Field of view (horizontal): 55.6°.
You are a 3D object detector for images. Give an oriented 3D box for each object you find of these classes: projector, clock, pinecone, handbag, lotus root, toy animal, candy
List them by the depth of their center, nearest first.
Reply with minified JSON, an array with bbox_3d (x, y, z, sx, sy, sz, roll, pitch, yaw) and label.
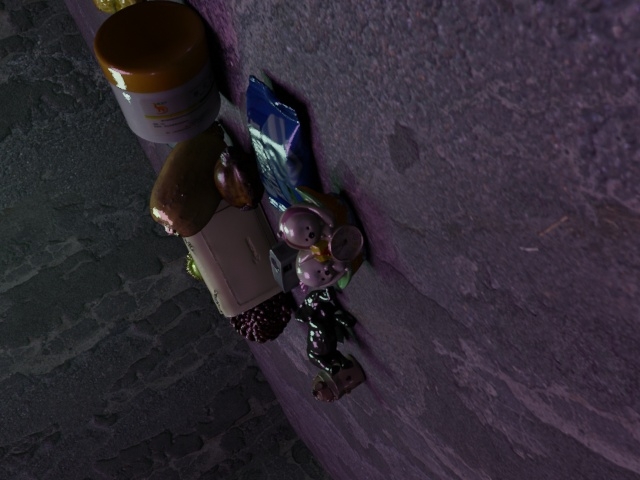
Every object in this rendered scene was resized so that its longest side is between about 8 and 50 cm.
[{"bbox_3d":[0.000,0.000,1.140,0.103,0.144,0.230,26,142,60],"label":"clock"},{"bbox_3d":[-0.073,-0.154,1.215,0.187,0.077,0.331,43,154,39],"label":"candy"},{"bbox_3d":[-0.059,0.047,1.441,0.061,0.115,0.147,49,160,27],"label":"projector"},{"bbox_3d":[-0.202,-0.156,1.503,0.120,0.120,0.209,47,162,37],"label":"lotus root"},{"bbox_3d":[0.007,0.221,1.506,0.146,0.115,0.244,26,111,57],"label":"toy animal"},{"bbox_3d":[-0.321,-0.171,1.571,0.169,0.342,0.151,27,161,-19],"label":"lotus root"},{"bbox_3d":[-0.260,0.022,1.779,0.160,0.237,0.358,30,146,56],"label":"handbag"},{"bbox_3d":[-0.205,0.224,2.016,0.221,0.221,0.221,52,162,25],"label":"pinecone"}]

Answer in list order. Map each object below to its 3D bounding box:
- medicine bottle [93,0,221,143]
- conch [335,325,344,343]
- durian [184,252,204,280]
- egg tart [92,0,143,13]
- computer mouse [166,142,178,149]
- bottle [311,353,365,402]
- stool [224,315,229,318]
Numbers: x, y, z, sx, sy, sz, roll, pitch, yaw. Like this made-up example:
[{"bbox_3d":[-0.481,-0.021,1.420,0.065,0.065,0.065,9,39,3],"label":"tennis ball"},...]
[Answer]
[{"bbox_3d":[-0.359,-0.380,1.381,0.238,0.238,0.232,51,163,27],"label":"medicine bottle"},{"bbox_3d":[0.031,0.245,1.626,0.085,0.056,0.076,23,176,-38],"label":"conch"},{"bbox_3d":[-0.343,0.031,2.073,0.200,0.237,0.176,43,-155,-37],"label":"durian"},{"bbox_3d":[-0.597,-0.741,1.680,0.290,0.115,0.290,50,160,27],"label":"egg tart"},{"bbox_3d":[-0.517,-0.437,1.963,0.374,0.114,0.203,47,158,13],"label":"computer mouse"},{"bbox_3d":[0.040,0.392,1.679,0.099,0.152,0.099,51,162,23],"label":"bottle"},{"bbox_3d":[-0.308,0.162,2.231,0.198,0.195,0.195,55,163,21],"label":"stool"}]
